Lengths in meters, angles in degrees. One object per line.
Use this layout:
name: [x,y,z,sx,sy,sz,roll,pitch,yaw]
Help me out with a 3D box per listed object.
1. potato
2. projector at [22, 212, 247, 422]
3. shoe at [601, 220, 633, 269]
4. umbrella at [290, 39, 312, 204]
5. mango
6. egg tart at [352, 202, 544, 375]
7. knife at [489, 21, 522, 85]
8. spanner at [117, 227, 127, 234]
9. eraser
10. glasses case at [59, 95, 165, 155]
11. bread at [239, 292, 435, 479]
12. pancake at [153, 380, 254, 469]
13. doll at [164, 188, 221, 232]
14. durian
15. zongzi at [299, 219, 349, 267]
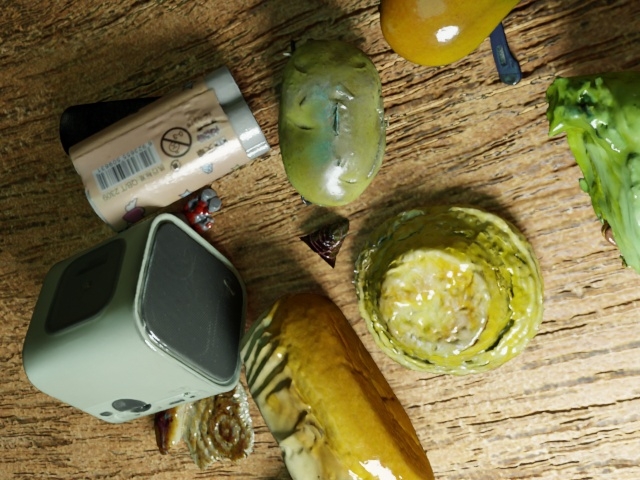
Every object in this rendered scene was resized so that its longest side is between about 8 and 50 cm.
potato: [0.018,-0.174,0.993,0.169,0.143,0.248,4,97,12]
projector: [-0.295,0.135,1.095,0.249,0.248,0.248,-22,45,25]
shoe: [0.431,0.006,0.893,0.109,0.069,0.072,44,118,17]
umbrella: [-0.027,-0.191,1.081,0.044,0.044,0.269,-7,87,49]
mango: [0.185,-0.360,0.904,0.175,0.139,0.254,44,105,2]
egg tart: [0.180,0.082,0.983,0.294,0.123,0.294,4,100,21]
knife: [0.259,-0.279,0.947,0.031,0.018,0.121,-14,92,31]
spanner: [-0.375,-0.007,1.263,0.054,0.015,0.255,2,99,25]
eraser: [-0.246,-0.154,1.077,0.290,0.087,0.171,-29,75,0]
glasses case: [-0.359,-0.200,1.196,0.266,0.067,0.103,1,96,23]
bread: [0.031,0.261,1.014,0.183,0.236,0.389,-41,81,24]
pancake: [-0.233,0.308,1.231,0.212,0.056,0.257,-10,94,24]
doll: [-0.250,-0.022,1.179,0.180,0.079,0.094,-37,68,11]
durian: [0.444,-0.086,0.801,0.339,0.204,0.256,-5,89,3]
zongzi: [0.000,0.000,1.086,0.073,0.067,0.083,26,125,10]
